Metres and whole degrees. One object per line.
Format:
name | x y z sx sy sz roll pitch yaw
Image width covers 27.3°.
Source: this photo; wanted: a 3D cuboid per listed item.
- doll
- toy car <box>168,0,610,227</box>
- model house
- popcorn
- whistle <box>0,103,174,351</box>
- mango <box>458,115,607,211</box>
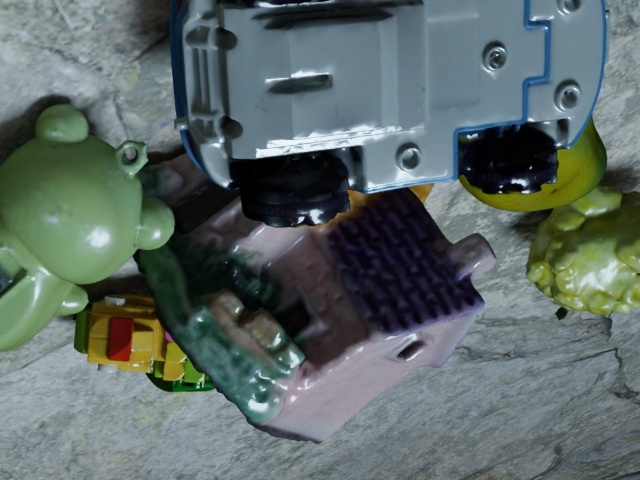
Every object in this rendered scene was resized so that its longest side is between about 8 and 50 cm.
doll | -0.141 0.086 1.230 0.186 0.134 0.106 3 97 -36
toy car | 0.047 -0.130 0.919 0.314 0.166 0.198 -10 112 -17
model house | 0.000 0.000 1.069 0.237 0.237 0.202 -37 145 10
popcorn | 0.306 0.016 1.449 0.173 0.173 0.142 -13 140 -26
whistle | -0.235 0.014 1.001 0.288 0.131 0.106 -38 -167 19
mango | 0.200 -0.081 1.254 0.137 0.091 0.237 -26 154 11
